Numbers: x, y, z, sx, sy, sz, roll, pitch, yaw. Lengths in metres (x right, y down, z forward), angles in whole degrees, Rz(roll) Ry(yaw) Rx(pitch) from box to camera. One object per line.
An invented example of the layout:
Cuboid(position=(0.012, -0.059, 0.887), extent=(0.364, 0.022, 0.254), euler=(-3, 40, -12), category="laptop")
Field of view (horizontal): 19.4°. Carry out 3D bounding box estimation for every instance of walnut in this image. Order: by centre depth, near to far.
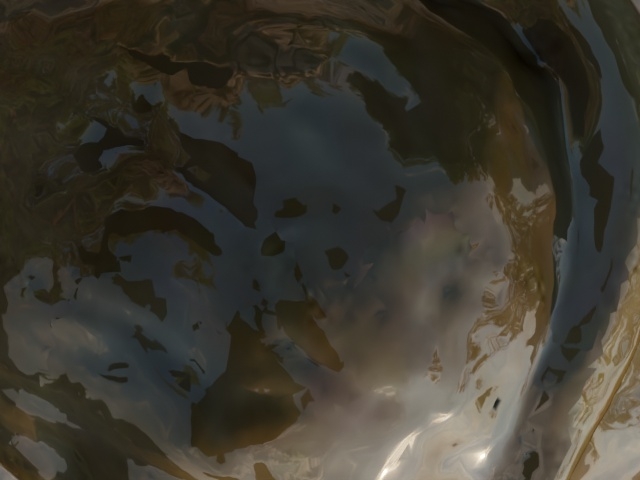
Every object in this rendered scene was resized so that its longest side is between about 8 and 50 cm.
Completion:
Cuboid(position=(0.000, 0.000, 0.654), extent=(0.296, 0.285, 0.285), euler=(20, 111, -48), category="walnut")
